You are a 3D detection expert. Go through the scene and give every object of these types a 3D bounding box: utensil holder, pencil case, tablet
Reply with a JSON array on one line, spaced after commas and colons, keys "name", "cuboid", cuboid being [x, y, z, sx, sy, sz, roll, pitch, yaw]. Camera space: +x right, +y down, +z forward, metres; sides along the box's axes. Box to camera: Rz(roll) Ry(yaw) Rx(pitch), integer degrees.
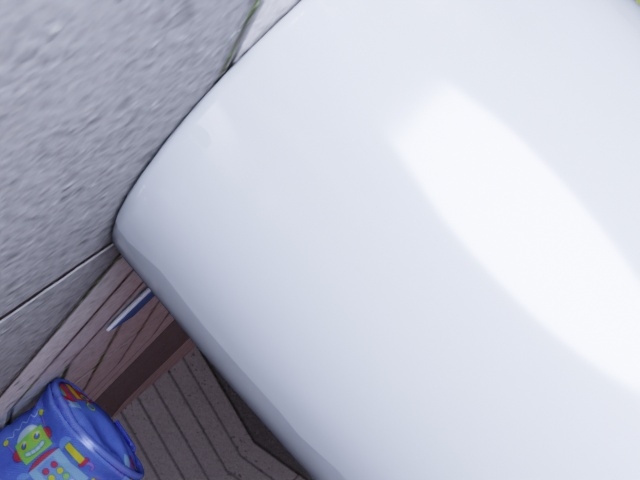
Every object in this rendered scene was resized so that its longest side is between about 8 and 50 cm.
[{"name": "utensil holder", "cuboid": [0.123, 0.042, 0.529, 0.327, 0.385, 0.327, -42, 178, -2]}, {"name": "pencil case", "cuboid": [-0.301, 0.263, 0.830, 0.306, 0.119, 0.133, -42, 155, 0]}, {"name": "tablet", "cuboid": [-0.151, 0.047, 0.807, 0.083, 0.006, 0.054, -42, 179, 17]}]

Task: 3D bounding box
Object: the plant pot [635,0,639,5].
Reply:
[{"name": "plant pot", "cuboid": [0.284, -0.208, 0.655, 0.293, 0.275, 0.275, -23, -174, 21]}]
